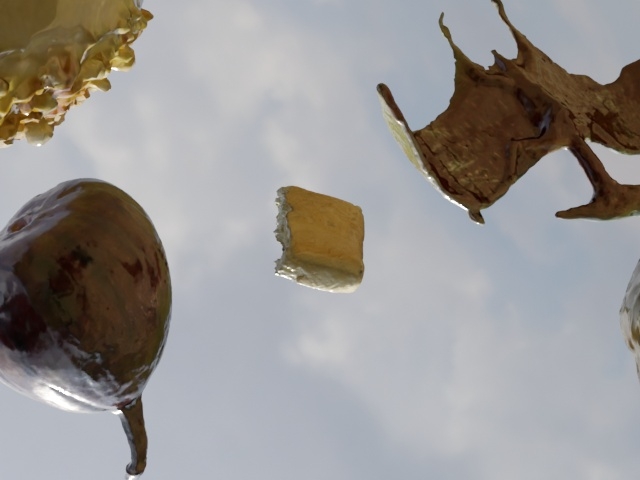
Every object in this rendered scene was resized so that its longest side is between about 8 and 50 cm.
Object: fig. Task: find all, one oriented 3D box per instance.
[{"bbox_3d":[-0.170,0.056,1.315,0.149,0.148,0.202,-1,-120,-54],"label":"fig"}]

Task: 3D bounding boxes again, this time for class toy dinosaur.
[{"bbox_3d":[0.162,-0.109,1.326,0.327,0.113,0.206,5,-128,-22],"label":"toy dinosaur"}]

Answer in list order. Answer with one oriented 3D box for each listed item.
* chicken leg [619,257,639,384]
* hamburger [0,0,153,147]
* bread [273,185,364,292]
[{"bbox_3d":[0.214,-0.043,0.668,0.361,0.140,0.211,-51,-28,-40],"label":"chicken leg"},{"bbox_3d":[-0.207,-0.105,0.663,0.302,0.302,0.170,-47,-34,-70],"label":"hamburger"},{"bbox_3d":[0.000,0.000,1.385,0.070,0.035,0.083,14,-139,-18],"label":"bread"}]
